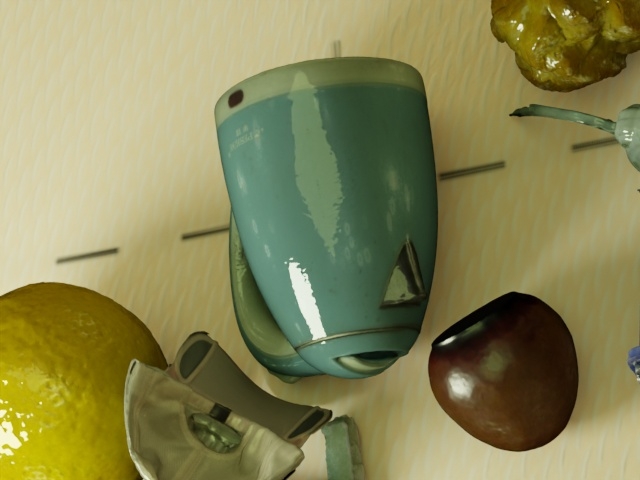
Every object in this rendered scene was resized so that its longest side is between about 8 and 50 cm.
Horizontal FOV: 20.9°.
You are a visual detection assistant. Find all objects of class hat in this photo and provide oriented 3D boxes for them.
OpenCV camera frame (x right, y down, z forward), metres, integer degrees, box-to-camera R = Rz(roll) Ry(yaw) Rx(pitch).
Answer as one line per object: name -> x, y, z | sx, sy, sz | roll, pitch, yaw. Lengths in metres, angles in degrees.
hat -> -0.115, 0.216, 1.975 | 0.219, 0.226, 0.164 | 31, 92, 10

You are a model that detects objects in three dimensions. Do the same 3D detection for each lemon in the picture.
lemon -> -0.310, 0.185, 2.039 | 0.293, 0.293, 0.293 | -7, 71, 20

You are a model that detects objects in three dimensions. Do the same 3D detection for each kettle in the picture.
kettle -> 0.000, 0.000, 2.016 | 0.319, 0.247, 0.342 | -24, 70, 49

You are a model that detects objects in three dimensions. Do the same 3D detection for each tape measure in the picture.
tape measure -> 0.349, -0.104, 1.958 | 0.330, 0.164, 0.084 | -3, 57, 48

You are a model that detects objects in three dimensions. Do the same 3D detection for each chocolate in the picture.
chocolate -> 0.209, 0.150, 1.912 | 0.176, 0.177, 0.177 | -7, 71, 20

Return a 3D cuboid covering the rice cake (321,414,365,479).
rice cake -> 0.034, 0.305, 1.989 | 0.043, 0.034, 0.211 | -16, 68, 26

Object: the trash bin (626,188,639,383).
trash bin -> 0.423, 0.057, 1.846 | 0.184, 0.162, 0.235 | -8, 65, 19

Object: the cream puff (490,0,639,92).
cream puff -> 0.301, -0.286, 1.968 | 0.244, 0.196, 0.244 | -21, 37, 16
